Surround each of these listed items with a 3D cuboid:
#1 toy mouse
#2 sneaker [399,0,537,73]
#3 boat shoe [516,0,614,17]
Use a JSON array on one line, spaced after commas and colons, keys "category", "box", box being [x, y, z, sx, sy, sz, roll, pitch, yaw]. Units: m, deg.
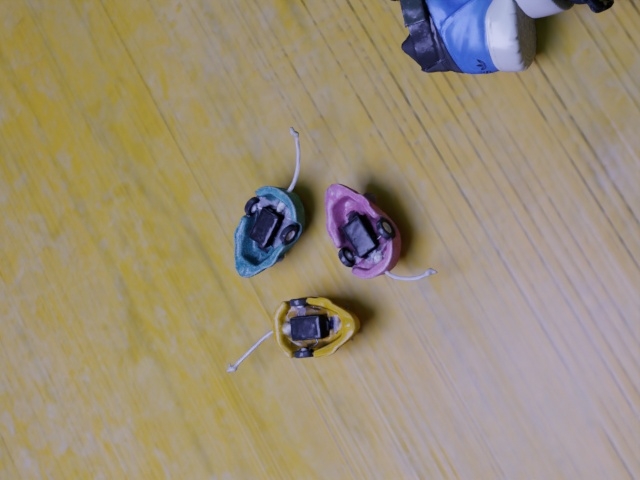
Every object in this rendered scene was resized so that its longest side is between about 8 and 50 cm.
[{"category": "toy mouse", "box": [0.000, 0.000, 0.878, 0.161, 0.031, 0.143, -13, 85, 34]}, {"category": "sneaker", "box": [0.075, -0.170, 0.802, 0.084, 0.058, 0.152, -1, 98, 26]}, {"category": "boat shoe", "box": [0.114, -0.260, 0.699, 0.091, 0.114, 0.303, -6, 124, 28]}]
